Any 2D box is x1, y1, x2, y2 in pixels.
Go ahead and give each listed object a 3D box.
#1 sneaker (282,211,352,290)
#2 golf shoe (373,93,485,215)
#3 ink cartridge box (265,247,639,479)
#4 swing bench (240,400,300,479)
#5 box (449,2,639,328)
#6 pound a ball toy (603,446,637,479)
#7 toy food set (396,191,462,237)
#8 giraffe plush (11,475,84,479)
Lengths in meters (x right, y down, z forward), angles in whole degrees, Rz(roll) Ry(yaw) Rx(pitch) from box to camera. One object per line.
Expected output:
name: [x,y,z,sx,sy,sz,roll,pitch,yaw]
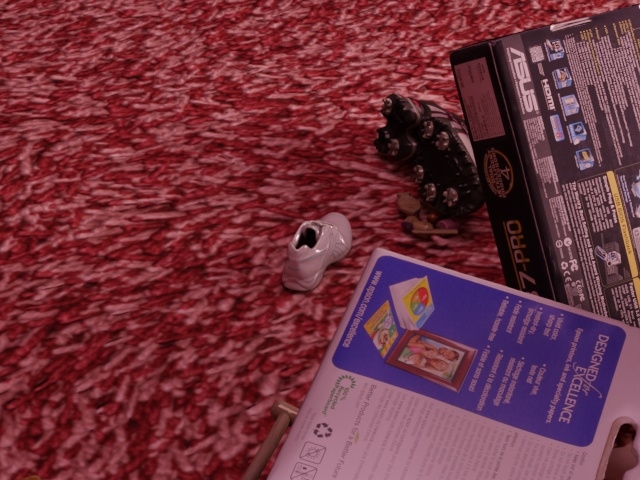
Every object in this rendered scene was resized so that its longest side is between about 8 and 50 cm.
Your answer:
sneaker: [0.000,0.000,2.132,0.054,0.061,0.152,11,32,18]
golf shoe: [0.168,-0.114,2.272,0.120,0.105,0.273,4,25,-23]
ink cartridge box: [0.139,0.167,1.534,0.307,0.072,0.303,18,48,10]
swing bench: [0.036,0.296,1.571,0.255,0.165,0.253,11,33,14]
box: [0.327,-0.044,1.872,0.318,0.394,0.097,-17,4,-26]
pound a ball toy: [0.278,0.273,1.579,0.136,0.208,0.319,-12,36,-21]
toy food set: [0.135,-0.027,2.221,0.078,0.019,0.122,1,25,-2]
giraffe plush: [-0.306,0.286,1.585,0.171,0.181,0.210,-3,24,6]
